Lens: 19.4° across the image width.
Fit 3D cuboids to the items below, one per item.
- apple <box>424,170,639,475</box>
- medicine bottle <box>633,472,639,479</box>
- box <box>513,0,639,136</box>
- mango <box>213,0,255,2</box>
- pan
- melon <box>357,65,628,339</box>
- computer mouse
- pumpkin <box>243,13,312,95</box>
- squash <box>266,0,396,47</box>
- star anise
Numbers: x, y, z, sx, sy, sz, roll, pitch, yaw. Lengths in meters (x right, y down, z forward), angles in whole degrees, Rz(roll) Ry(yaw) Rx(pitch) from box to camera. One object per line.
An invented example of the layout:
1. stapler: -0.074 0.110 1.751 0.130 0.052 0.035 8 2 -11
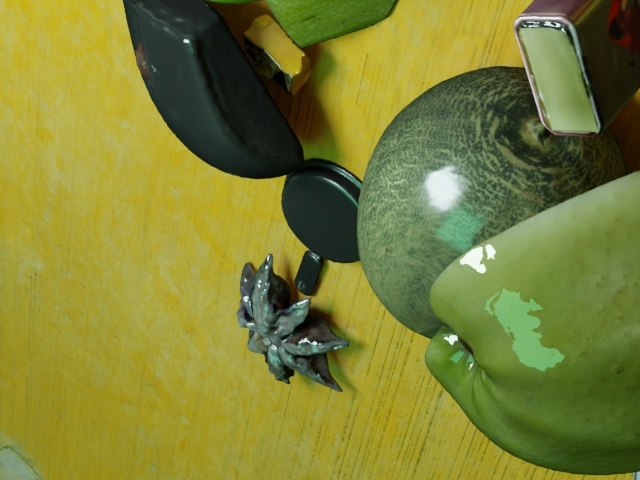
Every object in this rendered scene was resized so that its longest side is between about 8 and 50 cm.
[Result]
1. apple: 0.271 0.061 1.674 0.311 0.360 0.320 -143 38 -67
2. medicine bottle: 0.404 0.332 2.006 0.139 0.139 0.225 16 137 32
3. box: 0.250 -0.194 1.557 0.069 0.224 0.120 7 132 38
4. mango: -0.101 -0.339 1.645 0.225 0.201 0.382 24 172 24
5. pan: 0.000 0.000 2.151 0.136 0.028 0.235 36 143 12
6. melon: 0.158 -0.025 1.796 0.248 0.248 0.329 38 146 8
7. computer mouse: -0.125 -0.157 1.985 0.170 0.100 0.269 36 164 48
8. pumpkin: -0.047 -0.191 1.962 0.074 0.054 0.083 46 172 7
9. squash: -0.014 -0.271 1.847 0.184 0.085 0.192 -7 123 48
10. star anise: -0.041 0.111 2.267 0.180 0.061 0.204 36 148 15
